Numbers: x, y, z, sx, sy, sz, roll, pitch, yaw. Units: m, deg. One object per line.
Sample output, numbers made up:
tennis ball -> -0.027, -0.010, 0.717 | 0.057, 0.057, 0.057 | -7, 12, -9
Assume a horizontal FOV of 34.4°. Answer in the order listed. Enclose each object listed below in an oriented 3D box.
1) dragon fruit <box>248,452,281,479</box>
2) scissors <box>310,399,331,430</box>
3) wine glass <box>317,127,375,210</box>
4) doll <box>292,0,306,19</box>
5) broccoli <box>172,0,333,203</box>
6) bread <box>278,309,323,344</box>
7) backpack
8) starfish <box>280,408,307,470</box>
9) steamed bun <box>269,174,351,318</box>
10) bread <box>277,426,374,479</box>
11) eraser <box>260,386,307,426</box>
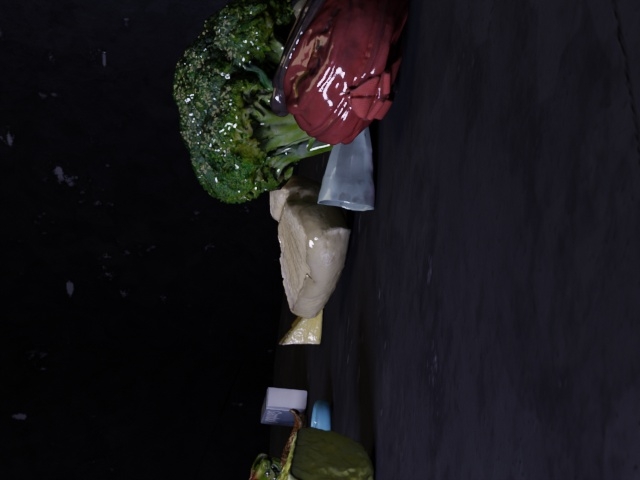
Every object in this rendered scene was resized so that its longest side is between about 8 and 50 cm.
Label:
dragon fruit -> -0.123, 0.597, 2.179 | 0.200, 0.198, 0.269 | 54, 129, 34
scissors -> -0.005, 0.438, 1.527 | 0.447, 0.029, 0.193 | -89, 5, -53
wine glass -> 0.043, -0.118, 1.307 | 0.073, 0.073, 0.155 | 168, 111, -86
doll -> -0.014, -0.340, 1.808 | 0.215, 0.161, 0.257 | -14, 65, 59
broccoli -> -0.069, -0.202, 1.452 | 0.304, 0.283, 0.321 | -83, 0, -80
bread -> -0.036, 0.150, 1.996 | 0.084, 0.080, 0.109 | 169, 104, -84
backpack -> 0.030, -0.206, 1.163 | 0.229, 0.138, 0.229 | -157, 90, -81
starfish -> -0.056, 0.445, 2.104 | 0.238, 0.056, 0.213 | 102, 179, -56
steamed bun -> -0.009, -0.018, 1.613 | 0.231, 0.110, 0.213 | 107, 151, -58
bread -> 0.000, 0.276, 1.103 | 0.129, 0.111, 0.114 | -88, 9, -63
eraser -> -0.083, 0.372, 2.301 | 0.212, 0.091, 0.046 | 106, 169, -69
